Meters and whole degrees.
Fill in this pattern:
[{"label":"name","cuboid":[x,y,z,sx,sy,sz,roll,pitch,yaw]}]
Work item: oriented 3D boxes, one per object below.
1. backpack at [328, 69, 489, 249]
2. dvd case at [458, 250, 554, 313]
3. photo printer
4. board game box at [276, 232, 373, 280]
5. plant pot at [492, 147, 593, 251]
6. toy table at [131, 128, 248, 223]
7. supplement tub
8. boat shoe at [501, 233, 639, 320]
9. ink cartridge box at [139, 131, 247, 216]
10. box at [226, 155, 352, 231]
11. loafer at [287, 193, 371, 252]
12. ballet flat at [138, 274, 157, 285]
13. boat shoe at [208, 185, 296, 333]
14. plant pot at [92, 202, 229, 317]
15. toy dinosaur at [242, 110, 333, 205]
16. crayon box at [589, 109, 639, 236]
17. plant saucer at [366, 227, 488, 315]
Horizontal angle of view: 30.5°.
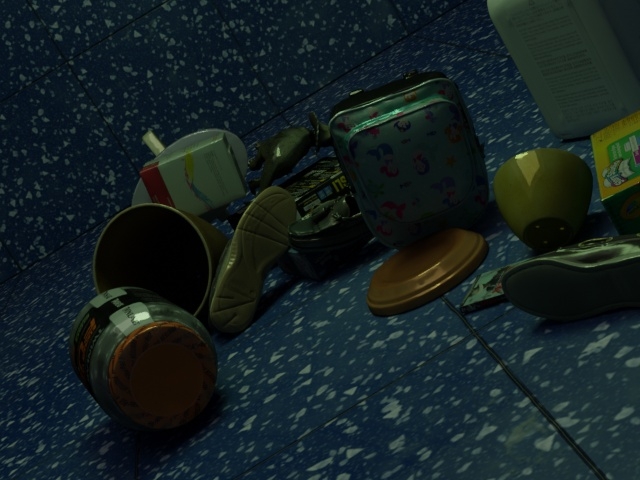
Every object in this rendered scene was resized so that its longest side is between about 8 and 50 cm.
[{"label":"backpack","cuboid":[0.146,-0.115,1.827,0.225,0.253,0.191,-19,20,3]},{"label":"dvd case","cuboid":[0.245,0.055,1.537,0.119,0.013,0.087,-22,17,36]},{"label":"photo printer","cuboid":[0.410,-0.319,1.857,0.107,0.307,0.256,-39,15,-26]},{"label":"board game box","cuboid":[0.000,0.000,2.120,0.194,0.060,0.194,-40,17,-29]},{"label":"plant pot","cuboid":[0.298,-0.042,1.562,0.134,0.134,0.095,-24,40,27]},{"label":"toy table","cuboid":[-0.273,-0.125,2.455,0.274,0.252,0.161,-31,14,0]},{"label":"supplement tub","cuboid":[-0.272,0.181,1.804,0.194,0.193,0.316,-35,15,-15]},{"label":"boat shoe","cuboid":[0.314,0.038,1.334,0.228,0.081,0.069,-8,24,42]},{"label":"ink cartridge box","cuboid":[-0.245,-0.120,2.306,0.176,0.127,0.128,-22,11,2]},{"label":"box","cuboid":[-0.035,-0.078,2.373,0.257,0.079,0.322,-34,11,-13]},{"label":"loafer","cuboid":[0.067,-0.056,1.978,0.268,0.084,0.096,-14,38,4]},{"label":"ballet flat","cuboid":[-0.366,0.077,2.485,0.182,0.164,0.483,-50,4,17]},{"label":"boat shoe","cuboid":[-0.130,0.035,2.063,0.092,0.103,0.285,-23,43,59]},{"label":"plant pot","cuboid":[-0.257,0.046,2.197,0.237,0.237,0.254,-26,-6,20]},{"label":"toy dinosaur","cuboid":[-0.079,-0.182,2.450,0.160,0.121,0.313,-38,-2,43]},{"label":"crayon box","cuboid":[0.444,-0.101,1.514,0.165,0.081,0.278,-27,15,19]},{"label":"plant saucer","cuboid":[0.151,0.039,1.733,0.200,0.037,0.200,-29,15,9]}]
